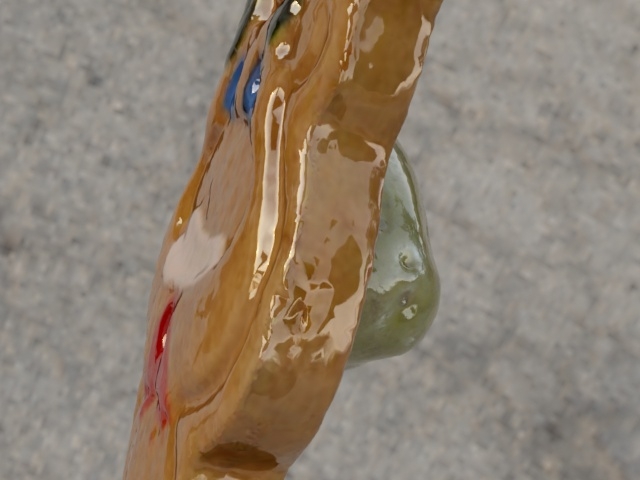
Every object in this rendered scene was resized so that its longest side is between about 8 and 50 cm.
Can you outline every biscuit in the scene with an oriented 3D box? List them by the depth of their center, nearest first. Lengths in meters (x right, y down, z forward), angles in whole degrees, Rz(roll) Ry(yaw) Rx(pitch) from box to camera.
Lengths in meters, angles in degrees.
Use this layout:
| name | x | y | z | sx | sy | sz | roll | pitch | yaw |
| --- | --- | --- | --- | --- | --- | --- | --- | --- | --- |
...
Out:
| name | x | y | z | sx | sy | sz | roll | pitch | yaw |
| --- | --- | --- | --- | --- | --- | --- | --- | --- | --- |
| biscuit | -0.020 | -0.012 | 0.671 | 0.047 | 0.334 | 0.202 | 15 | 5 | -13 |

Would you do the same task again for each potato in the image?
| name | x | y | z | sx | sy | sz | roll | pitch | yaw |
| --- | --- | --- | --- | --- | --- | --- | --- | --- | --- |
| potato | 0.000 | 0.000 | 1.270 | 0.178 | 0.160 | 0.235 | 56 | -8 | -27 |
